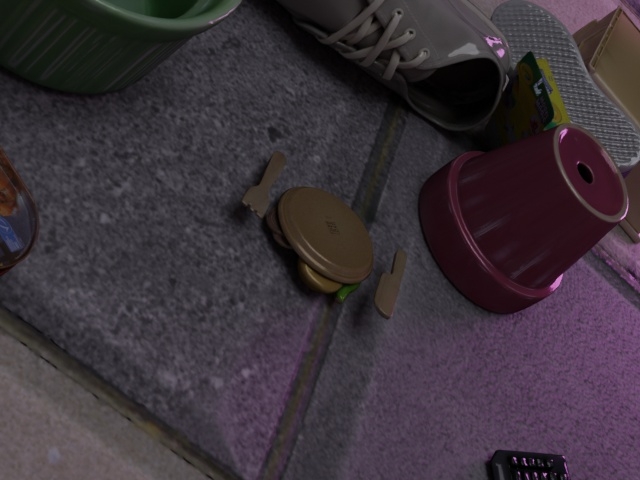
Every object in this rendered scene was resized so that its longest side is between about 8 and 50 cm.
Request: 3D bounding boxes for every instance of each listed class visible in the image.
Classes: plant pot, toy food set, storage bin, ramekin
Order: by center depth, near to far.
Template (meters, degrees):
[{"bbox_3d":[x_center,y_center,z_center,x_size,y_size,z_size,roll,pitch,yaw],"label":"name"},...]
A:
[{"bbox_3d":[-0.227,-0.285,1.072,0.303,0.148,0.303,25,48,-31],"label":"ramekin"},{"bbox_3d":[0.000,0.000,1.194,0.192,0.038,0.132,39,34,-10],"label":"toy food set"},{"bbox_3d":[0.249,-0.038,1.349,0.201,0.180,0.201,26,48,-32],"label":"plant pot"},{"bbox_3d":[0.457,-0.183,1.706,0.262,0.123,0.260,47,39,-9],"label":"storage bin"}]

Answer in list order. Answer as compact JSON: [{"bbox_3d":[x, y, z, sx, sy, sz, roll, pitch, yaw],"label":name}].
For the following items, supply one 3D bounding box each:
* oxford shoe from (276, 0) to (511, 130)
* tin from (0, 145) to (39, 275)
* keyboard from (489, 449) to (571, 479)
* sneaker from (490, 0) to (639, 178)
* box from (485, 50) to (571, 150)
[{"bbox_3d":[0.069,-0.262,1.347,0.449,0.169,0.130,28,48,-36],"label":"oxford shoe"},{"bbox_3d":[-0.303,-0.053,0.923,0.189,0.040,0.106,58,35,4],"label":"tin"},{"bbox_3d":[0.279,0.377,1.204,0.201,0.033,0.317,15,54,-38],"label":"keyboard"},{"bbox_3d":[0.305,-0.179,1.554,0.102,0.161,0.282,-27,77,-14],"label":"sneaker"},{"bbox_3d":[0.260,-0.148,1.443,0.043,0.179,0.105,-9,65,-12],"label":"box"}]
